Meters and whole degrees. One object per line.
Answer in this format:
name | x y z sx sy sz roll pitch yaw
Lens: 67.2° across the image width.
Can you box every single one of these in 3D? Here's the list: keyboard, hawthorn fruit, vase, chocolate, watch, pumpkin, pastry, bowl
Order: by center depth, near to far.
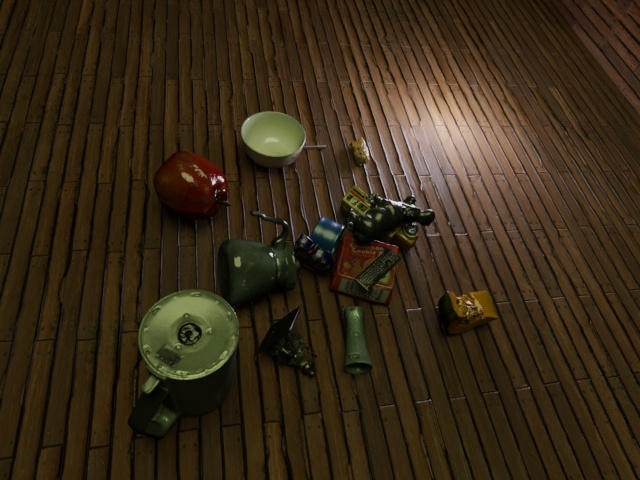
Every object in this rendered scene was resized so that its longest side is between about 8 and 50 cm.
vase | 0.122 0.335 1.649 0.096 0.096 0.219 4 52 -8
keyboard | 0.210 0.101 1.748 0.067 0.011 0.202 41 57 17
pumpkin | 0.526 0.262 1.768 0.247 0.126 0.131 6 44 -30
watch | 0.004 0.006 1.799 0.171 0.196 0.200 31 62 -1
hawthorn fruit | -0.457 -0.192 1.806 0.300 0.254 0.254 23 53 21
chocolate | 0.170 0.100 1.814 0.237 0.108 0.235 15 52 2
bowl | -0.207 -0.416 2.084 0.277 0.145 0.277 4 54 -6
pastry | 0.182 -0.408 2.207 0.080 0.056 0.140 -15 61 -7

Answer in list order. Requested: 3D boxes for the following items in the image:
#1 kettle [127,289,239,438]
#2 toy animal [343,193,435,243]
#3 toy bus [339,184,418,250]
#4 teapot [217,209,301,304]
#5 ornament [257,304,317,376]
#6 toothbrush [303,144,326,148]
kettle | -0.386 0.375 1.342 0.250 0.377 0.361 27 54 8
toy animal | 0.261 -0.099 1.833 0.343 0.106 0.168 -16 62 -17
toy bus | 0.234 -0.078 1.945 0.335 0.121 0.123 40 63 16
teapot | -0.206 0.061 1.691 0.285 0.223 0.305 -3 82 -24
ornament | -0.079 0.360 1.589 0.196 0.166 0.153 50 24 -9
toothbrush | -0.069 -0.426 2.197 0.194 0.014 0.017 -2 53 -12
